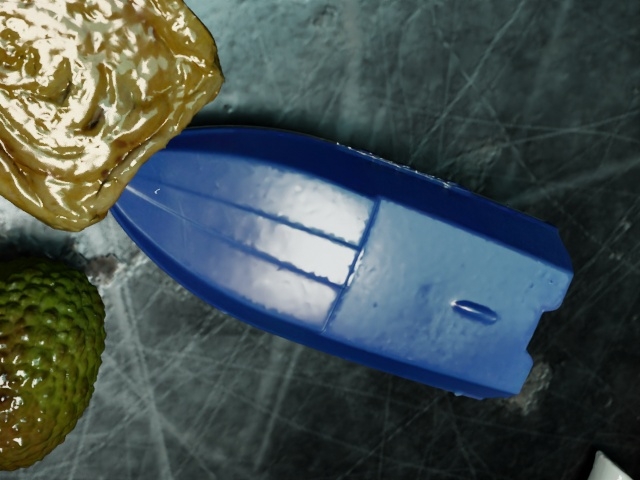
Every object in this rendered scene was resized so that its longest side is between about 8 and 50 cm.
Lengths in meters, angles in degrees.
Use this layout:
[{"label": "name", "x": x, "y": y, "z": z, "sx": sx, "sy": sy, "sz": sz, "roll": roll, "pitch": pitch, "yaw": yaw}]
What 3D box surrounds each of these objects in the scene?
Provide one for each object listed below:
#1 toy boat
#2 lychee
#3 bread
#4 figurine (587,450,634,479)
[{"label": "toy boat", "x": 0.000, "y": 0.000, "z": 0.823, "sx": 0.295, "sy": 0.088, "sz": 0.129, "roll": 19, "pitch": 101, "yaw": -16}, {"label": "lychee", "x": -0.184, "y": 0.073, "z": 0.752, "sx": 0.146, "sy": 0.114, "sz": 0.114, "roll": -49, "pitch": 121, "yaw": -19}, {"label": "bread", "x": -0.148, "y": -0.105, "z": 0.684, "sx": 0.158, "sy": 0.143, "sz": 0.149, "roll": 41, "pitch": 90, "yaw": -25}, {"label": "figurine", "x": 0.285, "y": 0.209, "z": 0.978, "sx": 0.189, "sy": 0.142, "sz": 0.263, "roll": 43, "pitch": 93, "yaw": 5}]
